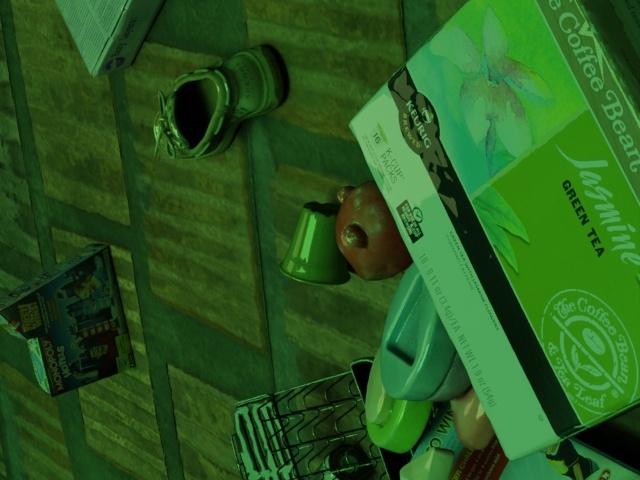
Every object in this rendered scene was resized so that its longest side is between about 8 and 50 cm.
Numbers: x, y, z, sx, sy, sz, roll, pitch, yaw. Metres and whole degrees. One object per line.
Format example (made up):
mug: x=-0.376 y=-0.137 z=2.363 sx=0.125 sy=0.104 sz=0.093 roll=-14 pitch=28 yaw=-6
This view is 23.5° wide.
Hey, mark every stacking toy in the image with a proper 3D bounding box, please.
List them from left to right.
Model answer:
stacking toy: x=0.068 y=0.100 z=1.466 sx=0.309 sy=0.130 sz=0.279 roll=-107 pitch=34 yaw=-62

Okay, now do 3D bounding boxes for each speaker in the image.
speaker: x=0.012 y=0.303 z=1.884 sx=0.055 sy=0.055 sz=0.136 roll=58 pitch=146 yaw=21

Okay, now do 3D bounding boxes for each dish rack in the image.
dish rack: x=0.008 y=0.253 z=1.773 sx=0.272 sy=0.074 sz=0.208 roll=-19 pitch=88 yaw=33

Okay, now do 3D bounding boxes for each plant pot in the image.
plant pot: x=0.000 y=0.000 z=1.742 sx=0.083 sy=0.083 sz=0.079 roll=30 pitch=116 yaw=47

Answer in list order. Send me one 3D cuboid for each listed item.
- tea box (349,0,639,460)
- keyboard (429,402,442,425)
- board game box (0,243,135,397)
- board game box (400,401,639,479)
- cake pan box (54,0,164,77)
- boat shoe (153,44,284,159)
tea box: x=0.237 y=-0.045 z=1.216 sx=0.329 sy=0.220 sz=0.323 roll=64 pitch=147 yaw=12
keyboard: x=0.146 y=0.187 z=1.641 sx=0.100 sy=0.038 sz=0.192 roll=21 pitch=122 yaw=51
board game box: x=-0.389 y=0.123 z=2.271 sx=0.060 sy=0.194 sz=0.194 roll=5 pitch=109 yaw=56
board game box: x=0.179 y=0.326 z=1.452 sx=0.302 sy=0.086 sz=0.308 roll=26 pitch=86 yaw=49
cake pan box: x=-0.289 y=-0.379 z=1.993 sx=0.245 sy=0.070 sz=0.267 roll=63 pitch=147 yaw=18
boat shoe: x=-0.147 y=-0.162 z=1.861 sx=0.285 sy=0.089 sz=0.104 roll=-30 pitch=80 yaw=58
